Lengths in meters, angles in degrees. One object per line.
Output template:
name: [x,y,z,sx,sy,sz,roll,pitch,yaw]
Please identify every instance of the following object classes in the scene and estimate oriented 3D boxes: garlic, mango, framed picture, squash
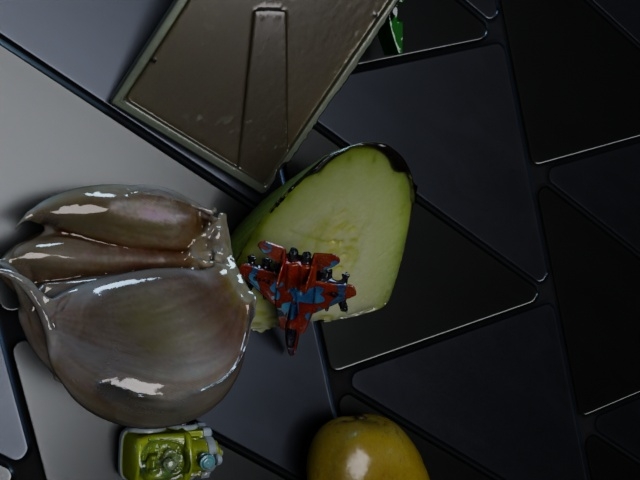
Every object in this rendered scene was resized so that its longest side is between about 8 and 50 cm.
garlic: [-0.189,0.062,1.049,0.292,0.210,0.237,-16,105,-34]
mango: [0.062,0.289,1.241,0.137,0.098,0.195,-42,116,-23]
framed picture: [-0.063,-0.217,1.148,0.211,0.020,0.289,31,99,-24]
squash: [0.000,0.000,1.172,0.237,0.155,0.204,-6,92,-28]

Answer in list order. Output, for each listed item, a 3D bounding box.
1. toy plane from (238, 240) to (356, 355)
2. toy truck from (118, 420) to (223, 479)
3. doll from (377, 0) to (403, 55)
toy plane: [-0.027,0.067,1.154,0.130,0.189,0.061,10,57,4]
toy truck: [-0.158,0.233,1.136,0.111,0.077,0.076,0,91,-27]
doll: [0.044,-0.319,1.209,0.186,0.106,0.134,30,87,-24]
